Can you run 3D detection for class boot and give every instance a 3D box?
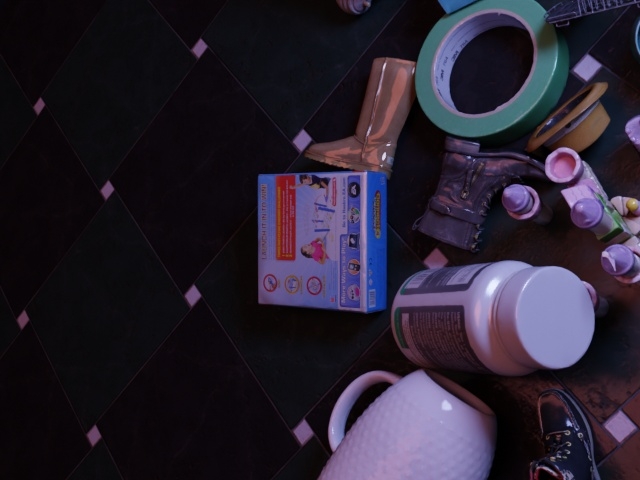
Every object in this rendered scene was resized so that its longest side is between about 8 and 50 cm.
[{"bbox_3d":[0.337,-0.082,1.700,0.263,0.091,0.228,16,105,16],"label":"boot"},{"bbox_3d":[0.102,-0.288,1.917,0.236,0.089,0.269,15,89,24],"label":"boot"},{"bbox_3d":[0.422,0.374,1.470,0.085,0.179,0.236,-25,67,29],"label":"boot"}]

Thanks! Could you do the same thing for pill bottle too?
[{"bbox_3d":[0.303,0.142,1.512,0.361,0.204,0.204,-10,71,63],"label":"pill bottle"}]

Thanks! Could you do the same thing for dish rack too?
[{"bbox_3d":[0.563,-0.480,1.570,0.272,0.208,0.074,-6,111,36],"label":"dish rack"}]

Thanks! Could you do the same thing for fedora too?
[{"bbox_3d":[0.491,-0.219,1.603,0.194,0.194,0.079,-42,95,20],"label":"fedora"}]

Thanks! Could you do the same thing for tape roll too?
[{"bbox_3d":[0.358,-0.362,1.756,0.321,0.077,0.321,-10,73,33],"label":"tape roll"}]

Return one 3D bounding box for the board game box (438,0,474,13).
[{"bbox_3d":[0.396,-0.654,1.746,0.336,0.079,0.253,-19,49,30],"label":"board game box"}]

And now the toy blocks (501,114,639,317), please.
[{"bbox_3d":[0.500,-0.055,1.467,0.309,0.260,0.288,-36,60,23],"label":"toy blocks"}]

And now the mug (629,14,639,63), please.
[{"bbox_3d":[0.646,-0.363,1.532,0.130,0.097,0.157,-25,96,14],"label":"mug"}]

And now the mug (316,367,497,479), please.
[{"bbox_3d":[0.151,0.404,1.612,0.328,0.276,0.374,-58,41,5],"label":"mug"}]

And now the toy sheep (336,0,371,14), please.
[{"bbox_3d":[0.085,-0.586,1.996,0.091,0.091,0.132,-59,36,10],"label":"toy sheep"}]

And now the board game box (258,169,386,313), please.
[{"bbox_3d":[0.000,0.000,1.878,0.302,0.086,0.308,2,93,36],"label":"board game box"}]
